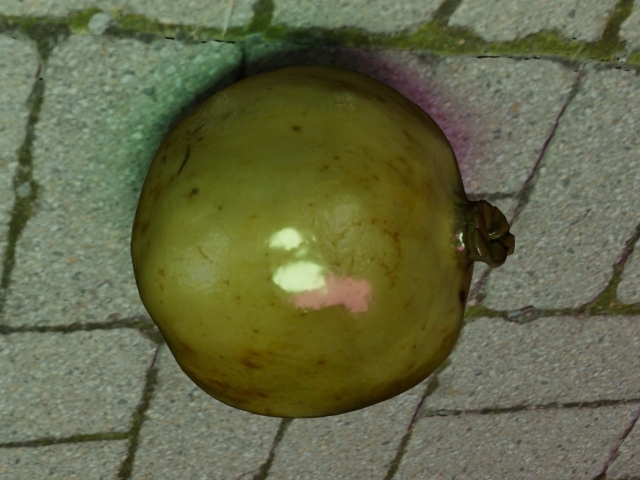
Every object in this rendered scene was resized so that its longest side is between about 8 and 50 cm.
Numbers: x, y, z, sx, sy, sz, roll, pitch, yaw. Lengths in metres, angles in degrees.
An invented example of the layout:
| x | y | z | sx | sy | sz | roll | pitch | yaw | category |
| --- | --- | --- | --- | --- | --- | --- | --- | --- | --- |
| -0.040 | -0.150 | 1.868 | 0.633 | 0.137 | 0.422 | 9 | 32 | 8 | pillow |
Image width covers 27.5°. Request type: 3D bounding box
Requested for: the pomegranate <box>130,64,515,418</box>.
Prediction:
| x | y | z | sx | sy | sz | roll | pitch | yaw | category |
| --- | --- | --- | --- | --- | --- | --- | --- | --- | --- |
| -0.014 | 0.008 | 1.065 | 0.307 | 0.307 | 0.307 | -13 | 137 | -12 | pomegranate |
